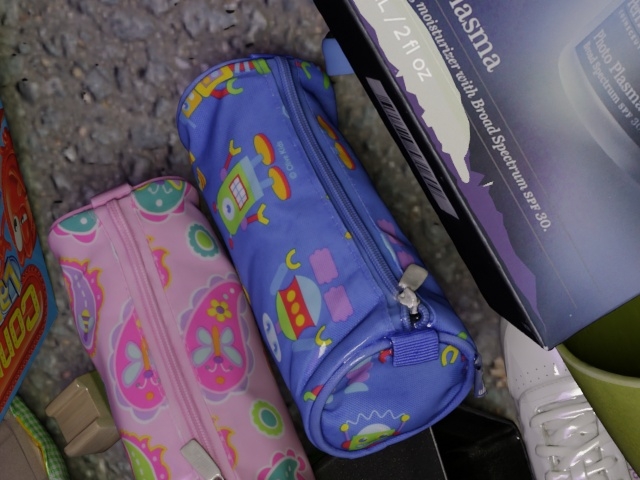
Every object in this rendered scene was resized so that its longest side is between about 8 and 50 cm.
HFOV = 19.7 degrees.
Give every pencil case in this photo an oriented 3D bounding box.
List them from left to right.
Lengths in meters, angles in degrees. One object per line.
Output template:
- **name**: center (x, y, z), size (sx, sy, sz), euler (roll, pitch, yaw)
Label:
- **pencil case**: center (-0.093, 0.097, 1.278), size (0.124, 0.124, 0.284), euler (-30, 67, 21)
- **pencil case**: center (0.000, 0.000, 1.260), size (0.306, 0.119, 0.133), euler (64, 142, 36)

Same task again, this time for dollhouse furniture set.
- **dollhouse furniture set**: center (-0.157, 0.194, 1.472), size (0.301, 0.151, 0.198), euler (-42, 70, 38)

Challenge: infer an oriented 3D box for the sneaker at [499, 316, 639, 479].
- **sneaker**: center (0.208, 0.168, 1.317), size (0.114, 0.152, 0.305), euler (-20, 97, 22)

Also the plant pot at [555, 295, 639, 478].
- **plant pot**: center (0.330, 0.131, 1.233), size (0.274, 0.275, 0.294), euler (-17, 114, 19)

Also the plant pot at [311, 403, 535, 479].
- **plant pot**: center (0.063, 0.234, 1.323), size (0.167, 0.187, 0.188), euler (-23, 69, 20)

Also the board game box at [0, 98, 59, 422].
- **board game box**: center (-0.299, 0.008, 1.292), size (0.086, 0.308, 0.302), euler (-3, 120, 13)

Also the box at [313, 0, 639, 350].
- **box**: center (0.177, -0.140, 1.155), size (0.294, 0.183, 0.296), euler (-32, 99, -2)

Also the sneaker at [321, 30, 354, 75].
- **sneaker**: center (0.100, -0.188, 1.291), size (0.232, 0.081, 0.090), euler (-20, 96, 13)
